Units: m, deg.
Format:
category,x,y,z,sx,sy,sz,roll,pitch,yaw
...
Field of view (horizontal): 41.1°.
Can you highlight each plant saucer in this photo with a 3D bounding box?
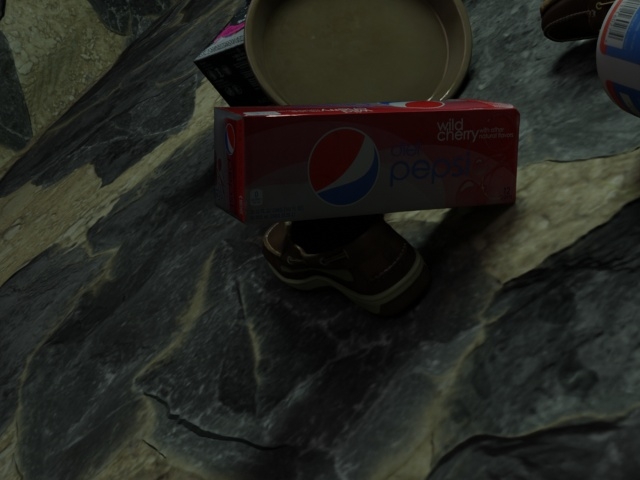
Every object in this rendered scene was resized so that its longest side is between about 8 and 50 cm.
category,x,y,z,sx,sy,sz,roll,pitch,yaw
plant saucer,0.045,-0.242,1.041,0.278,0.278,0.041,-47,-12,-17

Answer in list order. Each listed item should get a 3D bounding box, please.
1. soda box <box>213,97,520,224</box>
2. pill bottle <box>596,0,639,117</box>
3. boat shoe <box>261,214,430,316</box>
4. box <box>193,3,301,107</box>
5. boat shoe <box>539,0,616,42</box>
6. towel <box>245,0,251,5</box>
category,x,y,z,sx,sy,sz,roll,pitch,yaw
soda box,0.043,-0.073,0.742,0.263,0.092,0.083,-6,15,-23
pill bottle,0.306,-0.124,0.604,0.124,0.124,0.221,-38,27,1
boat shoe,0.005,-0.006,0.832,0.095,0.095,0.257,-47,27,-18
box,-0.033,-0.267,1.229,0.247,0.163,0.142,-5,43,49
boat shoe,0.305,-0.230,0.840,0.207,0.073,0.073,-12,76,53
towel,0.021,-0.388,1.244,0.243,0.040,0.336,-2,0,-10
